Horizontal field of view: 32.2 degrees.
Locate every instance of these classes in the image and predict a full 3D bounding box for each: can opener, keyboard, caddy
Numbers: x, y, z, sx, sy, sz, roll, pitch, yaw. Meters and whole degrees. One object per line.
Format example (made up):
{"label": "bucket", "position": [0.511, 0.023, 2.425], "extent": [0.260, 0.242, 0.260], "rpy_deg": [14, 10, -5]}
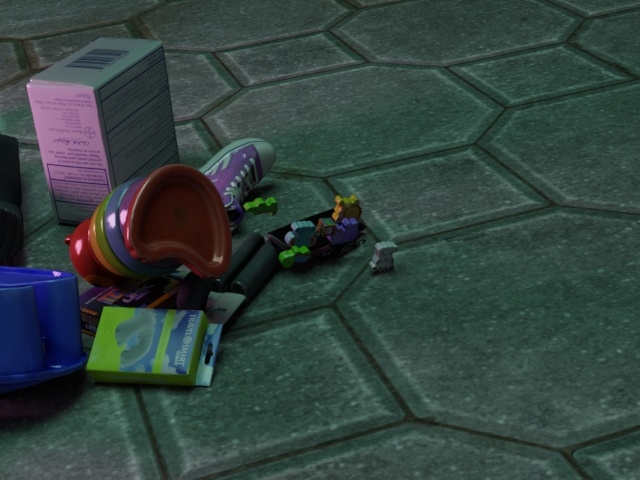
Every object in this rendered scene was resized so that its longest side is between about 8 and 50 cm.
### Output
{"label": "can opener", "position": [-0.143, 0.053, 1.773], "extent": [0.076, 0.095, 0.283], "rpy_deg": [7, 33, 22]}
{"label": "keyboard", "position": [0.000, 0.000, 1.899], "extent": [0.100, 0.038, 0.192], "rpy_deg": [35, 35, 28]}
{"label": "caddy", "position": [-0.503, 0.137, 1.611], "extent": [0.341, 0.179, 0.241], "rpy_deg": [3, 5, 21]}

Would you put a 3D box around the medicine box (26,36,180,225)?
{"label": "medicine box", "position": [-0.405, -0.209, 2.126], "extent": [0.149, 0.289, 0.263], "rpy_deg": [7, 30, 20]}

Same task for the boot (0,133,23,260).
{"label": "boot", "position": [-0.739, -0.121, 2.086], "extent": [0.367, 0.146, 0.445], "rpy_deg": [16, 20, -23]}

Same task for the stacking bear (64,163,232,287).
{"label": "stacking bear", "position": [-0.286, -0.005, 1.705], "extent": [0.175, 0.164, 0.289], "rpy_deg": [18, -24, -36]}

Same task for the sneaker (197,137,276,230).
{"label": "sneaker", "position": [-0.161, -0.085, 2.057], "extent": [0.282, 0.102, 0.161], "rpy_deg": [-36, 42, -27]}

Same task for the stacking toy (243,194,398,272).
{"label": "stacking toy", "position": [0.001, -0.010, 1.836], "extent": [0.221, 0.052, 0.167], "rpy_deg": [-3, 34, -27]}

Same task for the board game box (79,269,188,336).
{"label": "board game box", "position": [-0.295, 0.098, 1.772], "extent": [0.141, 0.048, 0.170], "rpy_deg": [15, 34, 33]}

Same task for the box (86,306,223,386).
{"label": "box", "position": [-0.240, 0.154, 1.613], "extent": [0.178, 0.042, 0.109], "rpy_deg": [1, 57, 14]}
